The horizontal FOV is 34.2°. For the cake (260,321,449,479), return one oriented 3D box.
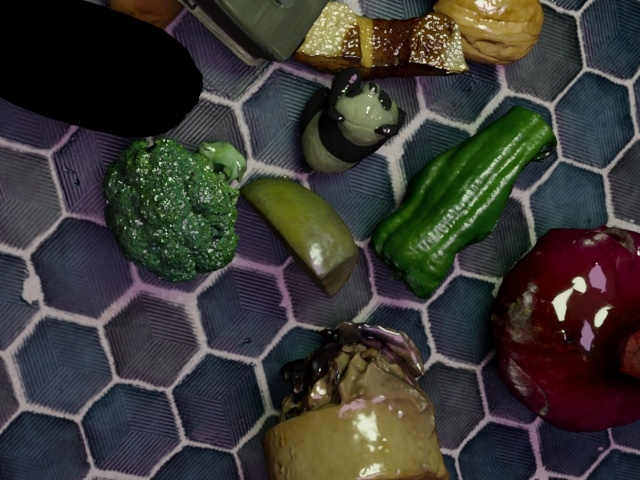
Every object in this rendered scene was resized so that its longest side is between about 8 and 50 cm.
[{"bbox_3d":[0.046,0.314,1.854,0.332,0.332,0.321,-3,64,-15],"label":"cake"}]

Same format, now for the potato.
[{"bbox_3d":[0.000,0.000,1.766,0.112,0.255,0.269,-43,108,-3],"label":"potato"}]

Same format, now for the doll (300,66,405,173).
[{"bbox_3d":[0.052,-0.195,1.767,0.143,0.234,0.135,35,58,-16],"label":"doll"}]

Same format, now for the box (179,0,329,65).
[{"bbox_3d":[-0.119,-0.424,1.644,0.221,0.166,0.290,-56,144,-2],"label":"box"}]

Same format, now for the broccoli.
[{"bbox_3d":[-0.223,-0.065,1.716,0.270,0.270,0.270,-45,111,-35],"label":"broccoli"}]

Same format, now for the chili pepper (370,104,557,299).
[{"bbox_3d":[0.244,-0.078,1.850,0.167,0.213,0.385,44,93,-6],"label":"chili pepper"}]

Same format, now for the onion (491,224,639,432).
[{"bbox_3d":[0.538,0.179,1.866,0.398,0.420,0.399,-6,105,-24],"label":"onion"}]

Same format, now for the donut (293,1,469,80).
[{"bbox_3d":[0.102,-0.337,1.792,0.294,0.151,0.112,7,88,-6],"label":"donut"}]

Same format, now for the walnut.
[{"bbox_3d":[0.293,-0.391,1.828,0.206,0.159,0.159,5,99,-17],"label":"walnut"}]

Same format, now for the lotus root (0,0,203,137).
[{"bbox_3d":[-0.382,-0.280,1.637,0.397,0.179,0.196,17,83,-6],"label":"lotus root"}]

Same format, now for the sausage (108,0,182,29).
[{"bbox_3d":[-0.252,-0.495,1.681,0.134,0.116,0.354,11,101,-25],"label":"sausage"}]
